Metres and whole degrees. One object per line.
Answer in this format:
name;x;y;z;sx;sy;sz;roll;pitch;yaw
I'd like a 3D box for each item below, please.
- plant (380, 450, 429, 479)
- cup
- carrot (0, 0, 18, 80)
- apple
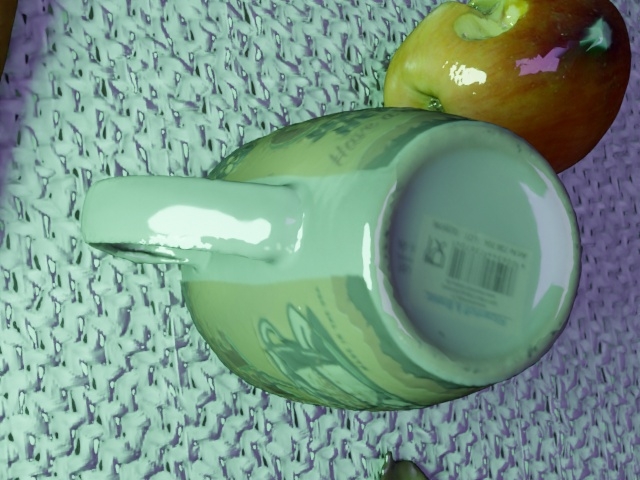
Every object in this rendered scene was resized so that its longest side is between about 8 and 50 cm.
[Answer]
plant;0.112;0.320;0.493;0.178;0.204;0.234;27;79;-30
cup;0.000;0.000;0.430;0.300;0.257;0.228;11;80;-20
carrot;-0.251;-0.107;0.442;0.069;0.069;0.336;6;90;-22
apple;0.149;-0.130;0.547;0.199;0.199;0.199;2;86;-22
